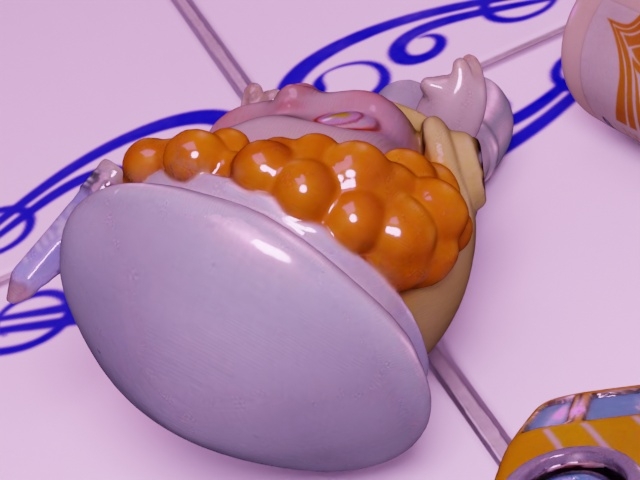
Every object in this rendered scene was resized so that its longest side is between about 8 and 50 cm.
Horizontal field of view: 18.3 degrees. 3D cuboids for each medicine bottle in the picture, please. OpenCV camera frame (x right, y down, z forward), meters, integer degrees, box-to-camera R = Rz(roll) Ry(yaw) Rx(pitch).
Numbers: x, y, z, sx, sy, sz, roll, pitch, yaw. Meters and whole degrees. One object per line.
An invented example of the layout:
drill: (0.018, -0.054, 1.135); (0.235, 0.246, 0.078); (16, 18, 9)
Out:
medicine bottle: (0.253, -0.084, 1.141); (0.114, 0.114, 0.252); (-32, 36, -18)

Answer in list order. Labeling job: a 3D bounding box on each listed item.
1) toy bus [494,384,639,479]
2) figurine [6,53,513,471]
toy bus: (0.178, 0.128, 0.879); (0.209, 0.126, 0.136); (-7, 27, 18)
figurine: (0.029, -0.001, 1.106); (0.224, 0.205, 0.382); (4, 21, 36)
